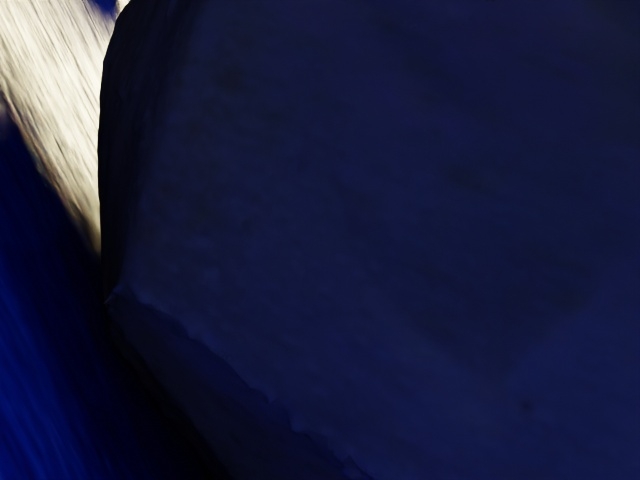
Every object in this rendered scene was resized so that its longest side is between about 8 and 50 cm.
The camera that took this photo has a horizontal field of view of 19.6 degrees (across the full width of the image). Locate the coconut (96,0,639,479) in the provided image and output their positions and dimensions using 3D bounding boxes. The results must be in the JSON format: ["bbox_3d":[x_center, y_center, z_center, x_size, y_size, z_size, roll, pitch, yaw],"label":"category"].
[{"bbox_3d":[0.113,-0.007,0.560,0.415,0.344,0.415,28,-31,19],"label":"coconut"}]
